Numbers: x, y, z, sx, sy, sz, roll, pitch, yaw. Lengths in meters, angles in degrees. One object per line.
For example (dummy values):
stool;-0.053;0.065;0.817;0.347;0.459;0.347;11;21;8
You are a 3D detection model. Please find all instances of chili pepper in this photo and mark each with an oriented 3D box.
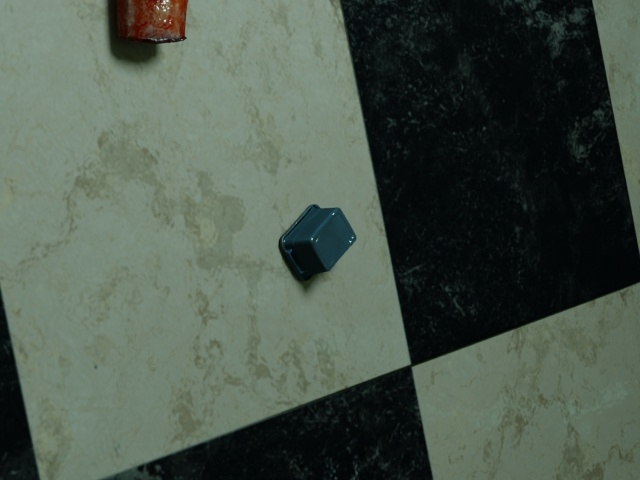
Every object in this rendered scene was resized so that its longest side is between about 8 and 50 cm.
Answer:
chili pepper;-0.203;-0.331;1.849;0.086;0.084;0.192;9;82;-63

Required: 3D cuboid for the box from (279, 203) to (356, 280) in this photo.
box;0.000;0.000;2.031;0.099;0.054;0.074;-49;117;-39
